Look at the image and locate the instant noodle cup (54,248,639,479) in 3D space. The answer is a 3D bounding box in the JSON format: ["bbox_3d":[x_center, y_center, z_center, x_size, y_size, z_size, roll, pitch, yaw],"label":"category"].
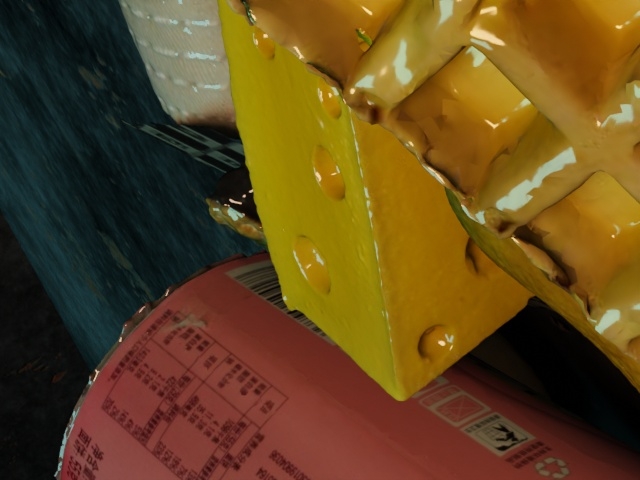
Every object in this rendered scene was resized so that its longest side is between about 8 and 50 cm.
[{"bbox_3d":[0.029,0.135,0.708,0.255,0.244,0.244,35,155,33],"label":"instant noodle cup"}]

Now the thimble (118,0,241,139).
[{"bbox_3d":[-0.038,-0.112,0.765,0.115,0.102,0.090,38,154,51],"label":"thimble"}]

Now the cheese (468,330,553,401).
[{"bbox_3d":[0.074,0.168,0.918,0.173,0.251,0.248,24,-178,43],"label":"cheese"}]

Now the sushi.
[{"bbox_3d":[0.000,0.000,0.802,0.201,0.031,0.139,27,175,-19],"label":"sushi"}]

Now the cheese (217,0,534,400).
[{"bbox_3d":[0.020,-0.052,0.601,0.171,0.126,0.093,58,170,-32],"label":"cheese"}]

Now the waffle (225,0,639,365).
[{"bbox_3d":[0.107,-0.063,0.313,0.160,0.055,0.211,41,129,-16],"label":"waffle"}]

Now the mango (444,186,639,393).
[{"bbox_3d":[0.119,0.006,0.476,0.165,0.089,0.115,41,144,-4],"label":"mango"}]
